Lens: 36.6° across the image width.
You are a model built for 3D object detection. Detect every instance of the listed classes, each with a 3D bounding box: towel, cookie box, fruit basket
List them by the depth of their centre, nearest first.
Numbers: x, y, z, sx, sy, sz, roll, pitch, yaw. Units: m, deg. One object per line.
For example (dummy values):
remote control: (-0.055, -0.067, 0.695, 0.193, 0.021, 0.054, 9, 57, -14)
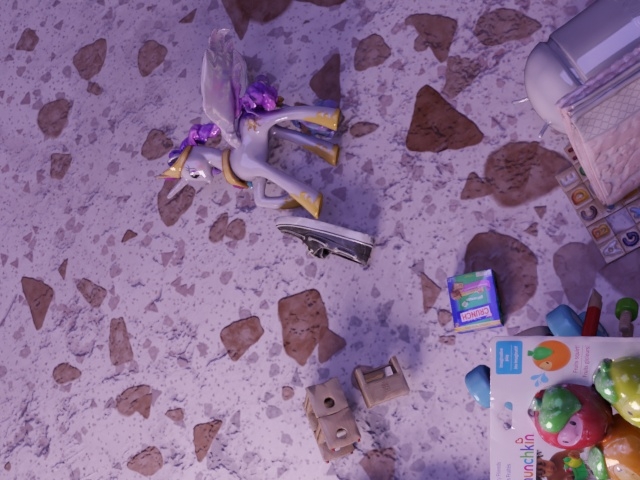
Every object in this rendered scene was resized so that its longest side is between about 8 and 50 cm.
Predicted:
fruit basket: (0.435, 0.279, 1.463, 0.353, 0.327, 0.165, -3, 32, 4)
towel: (0.579, -0.225, 1.623, 0.332, 0.317, 0.053, -34, 52, 10)
cookie box: (0.293, 0.116, 1.833, 0.092, 0.040, 0.107, -13, 74, 20)

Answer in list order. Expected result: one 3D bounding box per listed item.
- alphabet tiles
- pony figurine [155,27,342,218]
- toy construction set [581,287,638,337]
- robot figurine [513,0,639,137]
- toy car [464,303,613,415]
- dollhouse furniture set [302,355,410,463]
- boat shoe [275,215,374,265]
alphabet tiles: (0.557, -0.105, 1.783, 0.198, 0.009, 0.237, -31, 68, 15)
pony figurine: (-0.143, -0.230, 2.003, 0.363, 0.303, 0.351, 12, 89, 10)
toy construction set: (0.592, 0.150, 1.602, 0.309, 0.237, 0.257, 26, 133, 2)
robot figurine: (0.516, -0.324, 1.743, 0.353, 0.200, 0.300, -36, 26, 12)
toy car: (0.413, 0.269, 1.641, 0.219, 0.210, 0.238, -41, 60, 21)
dollhouse furniture set: (0.075, 0.326, 1.859, 0.184, 0.129, 0.129, -18, 69, -12)
boat shoe: (0.000, 0.000, 1.970, 0.219, 0.078, 0.070, 14, 83, 24)
